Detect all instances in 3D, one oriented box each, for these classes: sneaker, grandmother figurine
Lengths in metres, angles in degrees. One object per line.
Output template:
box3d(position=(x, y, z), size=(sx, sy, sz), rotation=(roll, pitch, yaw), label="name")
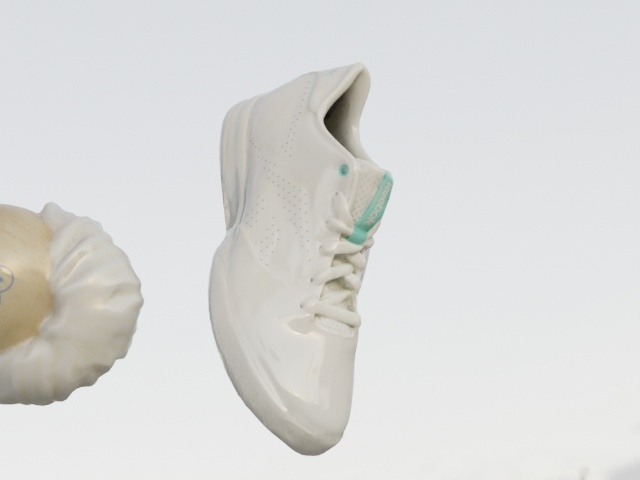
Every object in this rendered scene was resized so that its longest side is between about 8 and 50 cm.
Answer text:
box3d(position=(0.000, 0.000, 0.904), size=(0.094, 0.212, 0.080), rotation=(-26, -36, 30), label="sneaker")
box3d(position=(-0.236, -0.029, 0.770), size=(0.342, 0.207, 0.104), rotation=(27, 23, -3), label="grandmother figurine")
